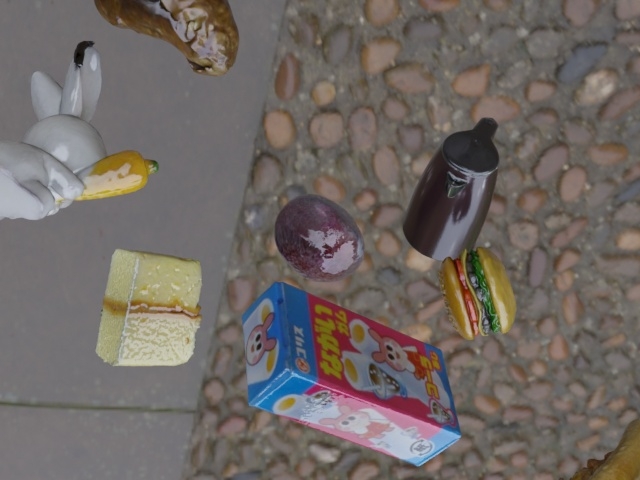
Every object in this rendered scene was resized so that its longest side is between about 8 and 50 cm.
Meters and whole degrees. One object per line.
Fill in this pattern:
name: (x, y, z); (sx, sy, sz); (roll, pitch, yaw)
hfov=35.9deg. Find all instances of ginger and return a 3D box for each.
ginger: (-0.249, -0.384, 1.564); (0.165, 0.321, 0.172); (-25, 135, -33)

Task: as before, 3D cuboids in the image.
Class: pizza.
pizza: (0.298, 0.305, 1.133); (0.271, 0.056, 0.134); (-43, 173, -12)

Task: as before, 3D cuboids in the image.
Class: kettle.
kettle: (0.257, -0.100, 1.782); (0.144, 0.202, 0.232); (33, 143, 13)

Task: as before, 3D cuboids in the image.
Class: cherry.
cherry: (0.003, 0.003, 1.735); (0.140, 0.176, 0.176); (-43, 125, -1)

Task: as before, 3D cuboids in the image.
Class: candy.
candy: (0.043, 0.185, 1.347); (0.306, 0.157, 0.100); (26, 127, -32)

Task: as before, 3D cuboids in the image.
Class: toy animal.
toy animal: (-0.217, -0.085, 0.827); (0.131, 0.182, 0.127); (-17, 108, 32)

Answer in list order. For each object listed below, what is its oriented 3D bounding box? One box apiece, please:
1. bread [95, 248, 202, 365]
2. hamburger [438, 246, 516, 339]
bread: (-0.349, 0.144, 2.054); (0.178, 0.135, 0.240); (8, 93, -33)
hamburger: (0.263, 0.089, 1.661); (0.115, 0.162, 0.162); (-17, 129, 5)
